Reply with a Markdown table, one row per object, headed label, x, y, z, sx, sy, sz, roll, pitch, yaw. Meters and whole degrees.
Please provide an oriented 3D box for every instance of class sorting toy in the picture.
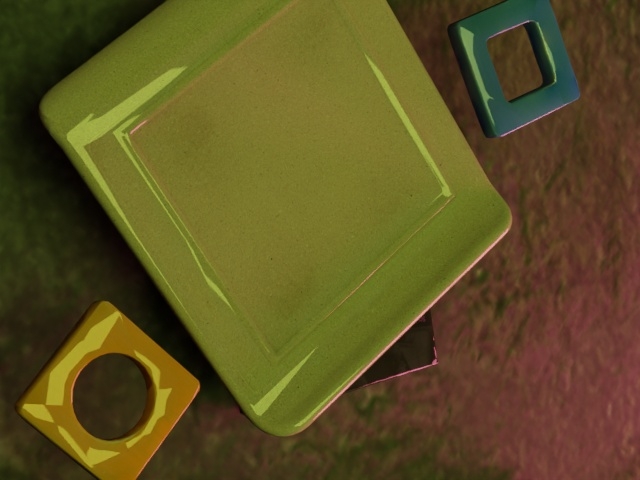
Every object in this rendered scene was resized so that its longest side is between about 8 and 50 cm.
| label | x | y | z | sx | sy | sz | roll | pitch | yaw |
| --- | --- | --- | --- | --- | --- | --- | --- | --- | --- |
| sorting toy | -0.020 | -0.034 | 0.738 | 0.347 | 0.047 | 0.196 | -42 | 108 | -25 |

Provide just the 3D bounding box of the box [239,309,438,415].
| label | x | y | z | sx | sy | sz | roll | pitch | yaw |
| --- | --- | --- | --- | --- | --- | --- | --- | --- | --- |
| box | 0.000 | 0.000 | 0.796 | 0.116 | 0.029 | 0.162 | -15 | 101 | -34 |
